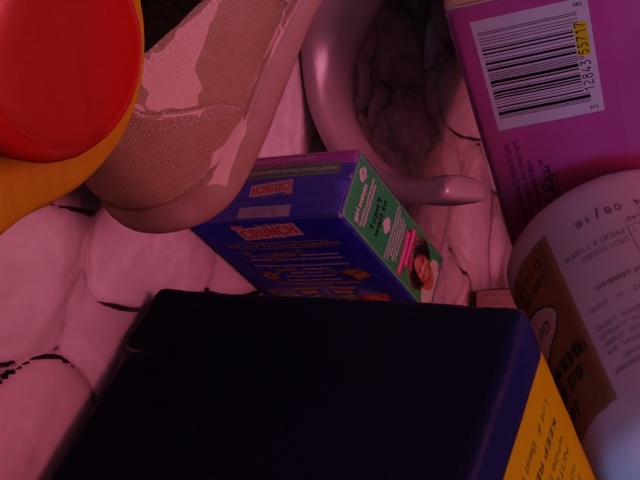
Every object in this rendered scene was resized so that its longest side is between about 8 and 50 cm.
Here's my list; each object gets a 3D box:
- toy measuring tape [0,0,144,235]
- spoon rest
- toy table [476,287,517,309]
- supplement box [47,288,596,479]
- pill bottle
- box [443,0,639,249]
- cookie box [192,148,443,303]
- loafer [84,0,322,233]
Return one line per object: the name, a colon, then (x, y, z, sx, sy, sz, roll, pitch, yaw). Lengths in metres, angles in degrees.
toy measuring tape: (-0.114, -0.006, 0.374, 0.121, 0.121, 0.330, -29, 123, -54)
spoon rest: (0.025, -0.149, 0.630, 0.137, 0.084, 0.276, 3, 75, -59)
toy table: (0.261, 0.049, 0.862, 0.161, 0.252, 0.274, -2, 78, -74)
supplement box: (0.031, 0.213, 0.524, 0.356, 0.195, 0.194, 61, 43, -38)
pill bottle: (0.193, 0.082, 0.582, 0.131, 0.131, 0.229, 53, 17, -44)
box: (0.149, -0.153, 0.683, 0.213, 0.117, 0.243, 63, 22, -48)
cookie box: (0.000, 0.000, 0.563, 0.107, 0.092, 0.040, 47, 50, -48)
loafer: (-0.045, -0.137, 0.478, 0.092, 0.102, 0.268, 45, 54, -56)
